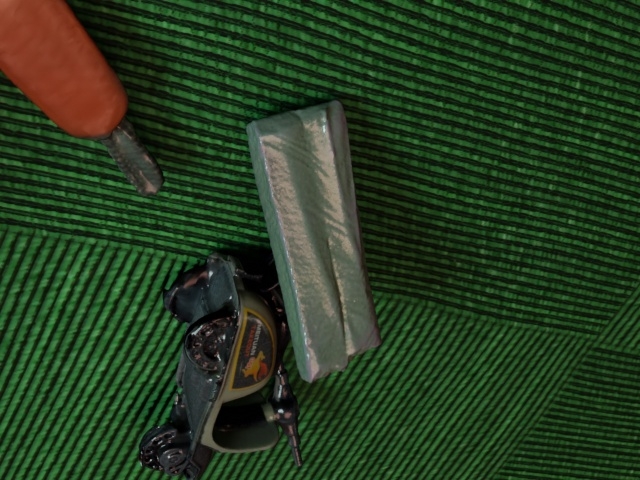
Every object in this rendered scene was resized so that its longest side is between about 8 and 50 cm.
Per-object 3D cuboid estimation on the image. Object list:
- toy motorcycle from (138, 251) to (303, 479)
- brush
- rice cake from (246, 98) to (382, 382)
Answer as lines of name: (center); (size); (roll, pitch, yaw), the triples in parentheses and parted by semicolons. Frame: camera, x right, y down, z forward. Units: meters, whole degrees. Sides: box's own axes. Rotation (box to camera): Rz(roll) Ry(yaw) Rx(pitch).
toy motorcycle: (-0.071, 0.115, 1.149); (0.157, 0.091, 0.263); (-2, 128, -26)
brush: (-0.199, -0.142, 0.900); (0.070, 0.051, 0.323); (-33, 131, 1)
rice cake: (-0.001, 0.001, 1.045); (0.080, 0.042, 0.221); (-18, 106, -24)
